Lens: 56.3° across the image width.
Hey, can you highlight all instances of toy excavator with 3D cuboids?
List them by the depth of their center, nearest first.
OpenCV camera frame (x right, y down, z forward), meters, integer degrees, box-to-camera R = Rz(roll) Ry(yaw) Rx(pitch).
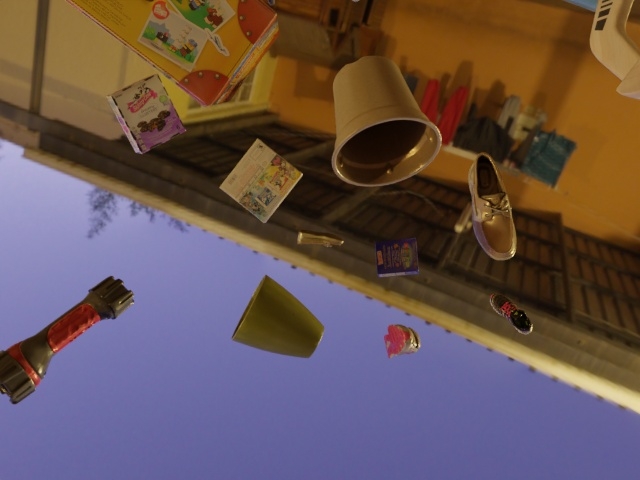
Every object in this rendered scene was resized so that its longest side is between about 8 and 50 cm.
[{"bbox_3d":[0.599,-0.530,1.232,0.222,0.446,0.433,3,-163,-27],"label":"toy excavator"}]

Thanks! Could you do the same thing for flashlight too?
[{"bbox_3d":[-0.515,0.190,1.209,0.103,0.103,0.304,45,-124,6],"label":"flashlight"}]

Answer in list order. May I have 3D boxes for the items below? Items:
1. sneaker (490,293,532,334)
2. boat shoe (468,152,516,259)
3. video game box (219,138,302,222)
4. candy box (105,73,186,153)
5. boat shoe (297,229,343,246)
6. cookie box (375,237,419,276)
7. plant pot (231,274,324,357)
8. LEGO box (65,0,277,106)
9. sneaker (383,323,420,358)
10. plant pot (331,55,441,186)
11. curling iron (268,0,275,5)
[{"bbox_3d":[0.628,0.236,1.951,0.170,0.063,0.075,47,177,12],"label":"sneaker"},{"bbox_3d":[0.472,-0.096,1.652,0.109,0.303,0.098,-9,161,7],"label":"boat shoe"},{"bbox_3d":[-0.191,-0.193,1.942,0.187,0.205,0.048,39,-178,3],"label":"video game box"},{"bbox_3d":[-0.543,-0.396,1.866,0.164,0.196,0.070,-34,-154,-22],"label":"candy box"},{"bbox_3d":[-0.001,0.000,2.010,0.152,0.048,0.056,9,-165,-4],"label":"boat shoe"},{"bbox_3d":[0.200,0.045,1.569,0.107,0.092,0.040,-5,161,11],"label":"cookie box"},{"bbox_3d":[-0.143,0.316,2.259,0.293,0.275,0.275,28,-158,-6],"label":"plant pot"},{"bbox_3d":[-0.328,-0.470,1.070,0.500,0.193,0.372,36,-171,-11],"label":"LEGO box"},{"bbox_3d":[0.290,0.337,2.051,0.111,0.103,0.252,-10,165,-5],"label":"sneaker"},{"bbox_3d":[0.172,-0.387,1.852,0.333,0.334,0.306,4,-121,-27],"label":"plant pot"},{"bbox_3d":[-0.116,-0.635,1.366,0.035,0.068,0.274,-3,164,-8],"label":"curling iron"}]
